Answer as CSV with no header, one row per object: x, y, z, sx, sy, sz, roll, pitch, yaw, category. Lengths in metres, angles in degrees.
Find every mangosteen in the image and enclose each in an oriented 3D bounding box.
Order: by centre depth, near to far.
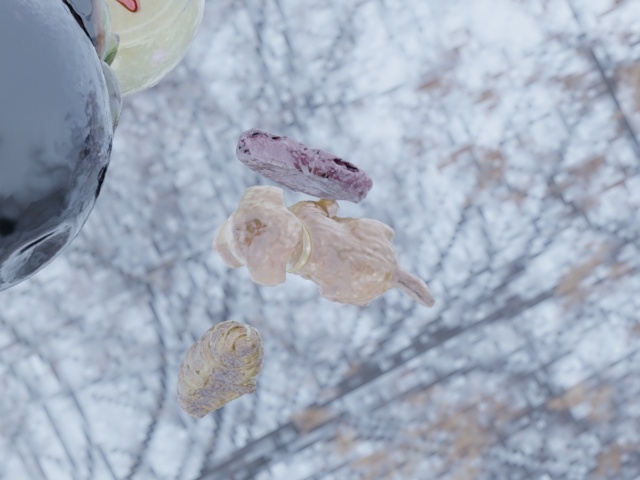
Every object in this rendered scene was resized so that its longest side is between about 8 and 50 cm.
-0.261,-0.101,1.494,0.275,0.302,0.275,20,-55,30,mangosteen

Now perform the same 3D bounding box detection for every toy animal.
0.002,0.013,1.916,0.184,0.104,0.185,26,2,33,toy animal

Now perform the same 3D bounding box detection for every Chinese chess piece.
-0.247,-0.270,2.090,0.251,0.251,0.097,55,-24,20,Chinese chess piece

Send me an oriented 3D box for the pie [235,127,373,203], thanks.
-0.019,-0.077,2.072,0.153,0.038,0.153,22,-6,3,pie

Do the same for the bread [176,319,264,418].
-0.129,0.161,2.617,0.233,0.105,0.076,127,-31,-53,bread
